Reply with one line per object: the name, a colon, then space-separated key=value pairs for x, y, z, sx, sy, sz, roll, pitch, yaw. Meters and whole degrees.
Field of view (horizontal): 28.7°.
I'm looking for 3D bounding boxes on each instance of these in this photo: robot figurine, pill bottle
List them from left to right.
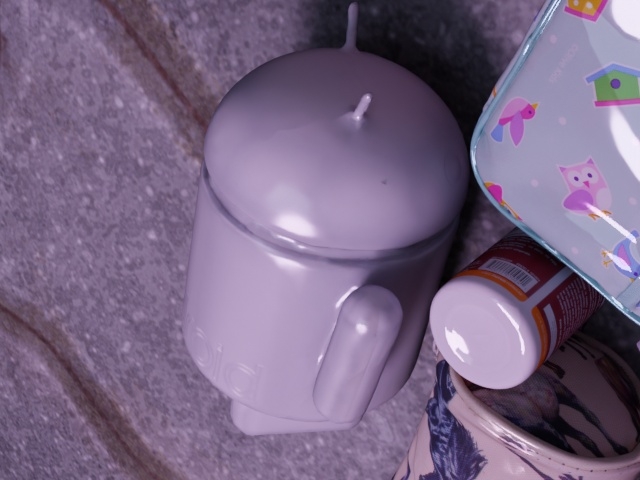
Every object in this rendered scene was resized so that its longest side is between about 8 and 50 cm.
robot figurine: x=0.000 y=0.000 z=0.976 sx=0.300 sy=0.199 sz=0.353 roll=-114 pitch=27 yaw=-46
pill bottle: x=0.152 y=0.035 z=0.891 sx=0.086 sy=0.152 sz=0.086 roll=23 pitch=128 yaw=32

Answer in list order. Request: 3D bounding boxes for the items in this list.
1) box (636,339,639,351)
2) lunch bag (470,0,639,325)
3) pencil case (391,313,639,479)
box: x=0.315 y=0.103 z=0.664 sx=0.163 sy=0.142 sz=0.247 roll=-59 pitch=44 yaw=42
lunch bag: x=0.235 y=-0.083 z=0.774 sx=0.224 sy=0.108 sz=0.279 roll=44 pitch=137 yaw=14
pencil case: x=0.118 y=0.229 z=1.039 sx=0.183 sy=0.160 sz=0.410 roll=46 pitch=138 yaw=26
